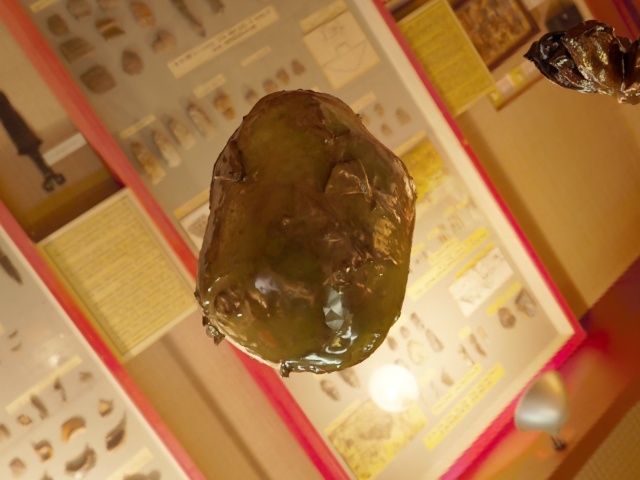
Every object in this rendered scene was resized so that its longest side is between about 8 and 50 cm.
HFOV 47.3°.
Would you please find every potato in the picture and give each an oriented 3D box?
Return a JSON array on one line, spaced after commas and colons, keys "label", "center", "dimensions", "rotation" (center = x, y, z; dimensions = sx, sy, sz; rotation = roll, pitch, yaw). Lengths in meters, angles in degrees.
[{"label": "potato", "center": [0.000, 0.000, 0.773], "dimensions": [0.247, 0.299, 0.196], "rotation": [8, -167, -23]}]

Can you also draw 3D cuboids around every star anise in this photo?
[{"label": "star anise", "center": [0.242, -0.139, 0.579], "dimensions": [0.168, 0.057, 0.168], "rotation": [11, -167, -2]}]
